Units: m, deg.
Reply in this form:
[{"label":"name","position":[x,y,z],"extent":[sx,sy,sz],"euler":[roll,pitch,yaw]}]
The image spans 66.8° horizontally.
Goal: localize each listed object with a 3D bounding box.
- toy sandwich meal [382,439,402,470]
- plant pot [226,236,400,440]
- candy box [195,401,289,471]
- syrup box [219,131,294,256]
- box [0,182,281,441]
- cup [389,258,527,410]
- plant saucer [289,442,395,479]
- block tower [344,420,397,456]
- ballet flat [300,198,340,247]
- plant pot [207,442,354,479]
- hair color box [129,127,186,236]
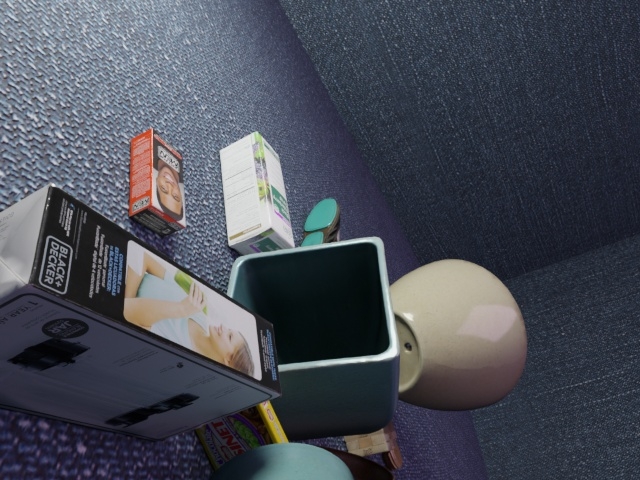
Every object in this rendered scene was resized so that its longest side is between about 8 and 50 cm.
[{"label":"toy sandwich meal","position":[0.177,0.531,1.205],"extent":[0.086,0.029,0.085],"euler":[59,14,-25]},{"label":"plant pot","position":[0.001,0.180,0.768],"extent":[0.248,0.247,0.252],"euler":[-90,168,-52]},{"label":"candy box","position":[-0.104,0.228,0.598],"extent":[0.206,0.105,0.027],"euler":[66,22,-4]},{"label":"syrup box","position":[-0.125,-0.083,0.943],"extent":[0.093,0.096,0.237],"euler":[44,28,-53]},{"label":"box","position":[-0.181,0.093,0.434],"extent":[0.290,0.169,0.087],"euler":[45,25,-49]},{"label":"cup","position":[0.217,0.208,1.013],"extent":[0.237,0.331,0.331],"euler":[-1,66,-42]},{"label":"plant saucer","position":[0.005,0.334,0.692],"extent":[0.198,0.198,0.036],"euler":[32,65,-62]},{"label":"block tower","position":[0.074,0.296,1.079],"extent":[0.091,0.097,0.336],"euler":[34,39,-61]},{"label":"ballet flat","position":[0.000,0.000,1.249],"extent":[0.280,0.095,0.096],"euler":[-69,144,-52]},{"label":"plant pot","position":[-0.030,0.347,0.448],"extent":[0.272,0.271,0.255],"euler":[59,5,-27]},{"label":"hair color box","position":[-0.234,-0.084,0.699],"extent":[0.072,0.043,0.141],"euler":[43,30,-55]}]
